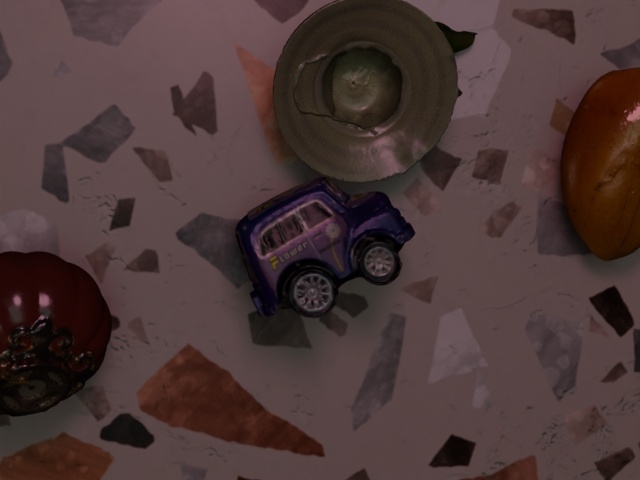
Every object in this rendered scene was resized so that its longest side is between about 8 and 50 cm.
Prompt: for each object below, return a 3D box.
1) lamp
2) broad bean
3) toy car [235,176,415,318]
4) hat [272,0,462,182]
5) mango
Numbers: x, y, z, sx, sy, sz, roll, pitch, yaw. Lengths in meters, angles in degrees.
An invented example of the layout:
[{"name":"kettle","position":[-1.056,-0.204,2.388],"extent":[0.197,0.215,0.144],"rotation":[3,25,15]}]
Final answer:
[{"name":"lamp","position":[-0.379,0.112,1.162],"extent":[0.226,0.227,0.227],"rotation":[0,93,-9]},{"name":"broad bean","position":[0.122,-0.283,1.294],"extent":[0.195,0.046,0.061],"rotation":[12,94,-7]},{"name":"toy car","position":[0.000,0.000,1.225],"extent":[0.235,0.172,0.158],"rotation":[-26,96,-5]},{"name":"hat","position":[0.055,-0.210,1.254],"extent":[0.251,0.110,0.252],"rotation":[-3,108,-8]},{"name":"mango","position":[0.424,-0.102,1.307],"extent":[0.187,0.138,0.257],"rotation":[21,94,-27]}]
